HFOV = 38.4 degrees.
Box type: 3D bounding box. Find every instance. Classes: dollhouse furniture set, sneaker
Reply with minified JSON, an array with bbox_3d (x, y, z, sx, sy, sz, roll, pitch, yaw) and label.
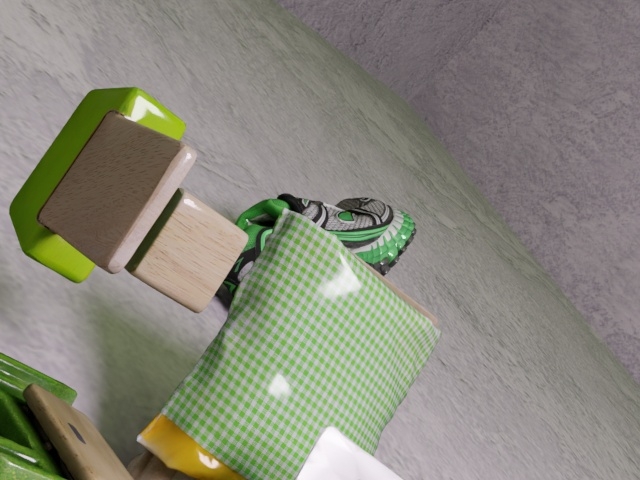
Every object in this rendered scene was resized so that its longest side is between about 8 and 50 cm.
[{"bbox_3d":[-0.028,0.084,0.489,0.301,0.197,0.151,37,-7,-36],"label":"dollhouse furniture set"},{"bbox_3d":[0.000,0.000,0.936,0.146,0.134,0.343,46,17,0],"label":"sneaker"}]

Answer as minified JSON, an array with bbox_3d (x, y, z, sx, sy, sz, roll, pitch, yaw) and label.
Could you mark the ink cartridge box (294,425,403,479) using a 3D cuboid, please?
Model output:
[{"bbox_3d":[0.011,0.191,0.437,0.104,0.181,0.061,40,-26,-20],"label":"ink cartridge box"}]
